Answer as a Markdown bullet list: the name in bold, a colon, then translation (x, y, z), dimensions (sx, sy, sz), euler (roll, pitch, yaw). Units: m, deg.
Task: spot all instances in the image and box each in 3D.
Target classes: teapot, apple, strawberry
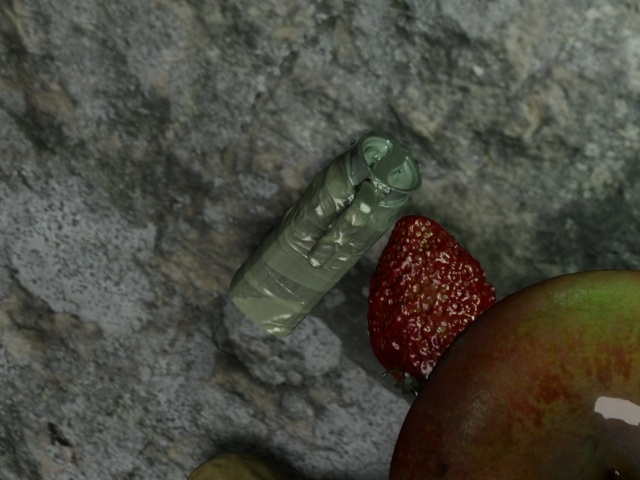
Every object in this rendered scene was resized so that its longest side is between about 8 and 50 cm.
- **teapot**: translation (0.000, 0.000, 1.624), dimensions (0.077, 0.107, 0.200), euler (39, 124, -4)
- **apple**: translation (0.227, 0.191, 1.440), dimensions (0.348, 0.277, 0.348), euler (0, 86, 5)
- **strawberry**: translation (0.098, 0.060, 1.637), dimensions (0.131, 0.148, 0.131), euler (-3, 161, -1)

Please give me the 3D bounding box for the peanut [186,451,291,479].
- **peanut**: translation (-0.009, 0.283, 1.815), dimensions (0.263, 0.101, 0.117), euler (22, 100, 7)
